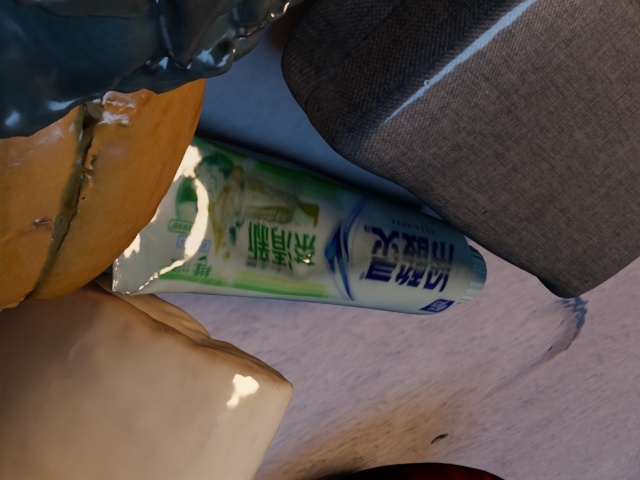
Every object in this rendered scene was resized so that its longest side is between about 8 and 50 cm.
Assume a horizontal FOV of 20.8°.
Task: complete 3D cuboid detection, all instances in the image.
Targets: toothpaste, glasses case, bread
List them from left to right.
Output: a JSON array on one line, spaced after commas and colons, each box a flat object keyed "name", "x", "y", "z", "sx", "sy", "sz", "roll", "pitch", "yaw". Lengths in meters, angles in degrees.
[{"name": "bread", "x": -0.092, "y": -0.035, "z": 0.564, "sx": 0.114, "sy": 0.077, "sz": 0.189, "roll": -23, "pitch": 150, "yaw": -37}, {"name": "toothpaste", "x": 0.000, "y": 0.000, "z": 0.766, "sx": 0.297, "sy": 0.048, "sz": 0.075, "roll": 14, "pitch": 80, "yaw": -60}, {"name": "glasses case", "x": 0.100, "y": -0.058, "z": 0.773, "sx": 0.131, "sy": 0.074, "sz": 0.323, "roll": -43, "pitch": 155, "yaw": 10}]

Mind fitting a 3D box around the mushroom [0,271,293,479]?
[{"name": "mushroom", "x": -0.143, "y": 0.187, "z": 0.605, "sx": 0.353, "sy": 0.353, "sz": 0.325, "roll": -43, "pitch": 171, "yaw": 13}]

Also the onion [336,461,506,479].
[{"name": "onion", "x": 0.051, "y": 0.274, "z": 1.060, "sx": 0.273, "sy": 0.285, "sz": 0.273, "roll": -7, "pitch": 117, "yaw": -13}]

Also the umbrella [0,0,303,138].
[{"name": "umbrella", "x": -0.050, "y": -0.168, "z": 0.352, "sx": 0.143, "sy": 0.094, "sz": 0.349, "roll": -28, "pitch": 146, "yaw": -18}]
